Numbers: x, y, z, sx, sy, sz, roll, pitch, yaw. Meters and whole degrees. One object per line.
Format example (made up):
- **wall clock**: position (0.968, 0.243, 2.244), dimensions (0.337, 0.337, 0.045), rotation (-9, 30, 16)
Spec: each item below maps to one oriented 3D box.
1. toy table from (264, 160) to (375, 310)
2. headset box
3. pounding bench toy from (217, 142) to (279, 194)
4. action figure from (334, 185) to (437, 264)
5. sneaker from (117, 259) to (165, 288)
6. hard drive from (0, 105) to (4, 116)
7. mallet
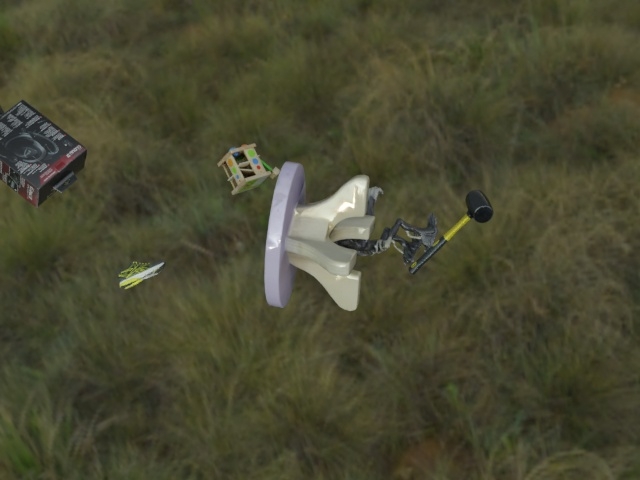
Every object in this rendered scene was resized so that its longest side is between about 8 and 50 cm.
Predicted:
- **toy table**: position (0.000, 0.000, 1.880), dimensions (0.161, 0.274, 0.252), rotation (9, 33, 11)
- **headset box**: position (-0.248, -0.073, 0.898), dimensions (0.083, 0.032, 0.062), rotation (37, 55, 5)
- **pounding bench toy**: position (-0.113, -0.123, 1.684), dimensions (0.083, 0.065, 0.052), rotation (-20, -11, -38)
- **action figure**: position (0.106, -0.025, 2.260), dimensions (0.276, 0.164, 0.141), rotation (6, 63, -23)
- **sneaker**: position (-0.293, 0.047, 1.688), dimensions (0.083, 0.031, 0.035), rotation (-26, 76, -11)
- **hard drive**: position (-0.457, -0.121, 1.393), dimensions (0.022, 0.135, 0.094), rotation (12, 17, -30)
- **mallet**: position (0.222, -0.014, 1.805), dimensions (0.190, 0.039, 0.062), rotation (-42, 28, 25)
